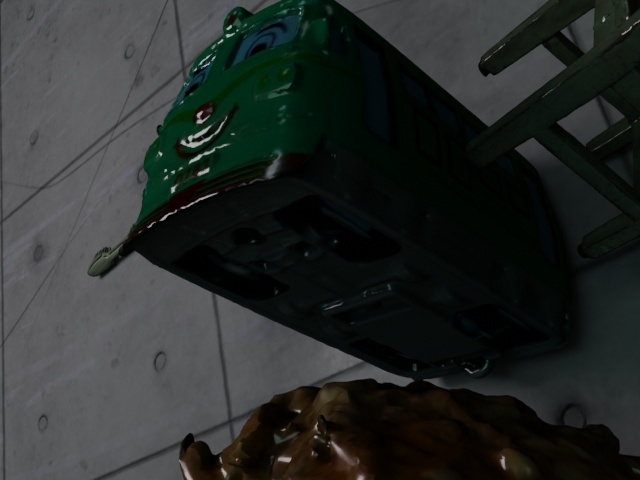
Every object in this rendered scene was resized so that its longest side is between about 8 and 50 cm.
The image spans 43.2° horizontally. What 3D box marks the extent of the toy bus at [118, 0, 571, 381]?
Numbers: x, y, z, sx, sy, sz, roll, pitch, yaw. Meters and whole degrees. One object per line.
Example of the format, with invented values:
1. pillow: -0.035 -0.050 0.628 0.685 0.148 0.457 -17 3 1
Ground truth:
1. toy bus: 0.037 -0.030 0.619 0.184 0.344 0.199 -20 54 38

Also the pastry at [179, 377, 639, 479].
1. pastry: 0.069 0.234 0.471 0.337 0.405 0.292 42 122 40

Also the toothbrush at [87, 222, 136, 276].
1. toothbrush: -0.223 -0.030 1.072 0.294 0.026 0.028 -35 41 31

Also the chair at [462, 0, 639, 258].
1. chair: 0.238 -0.125 0.528 0.270 0.147 0.136 -40 22 42
